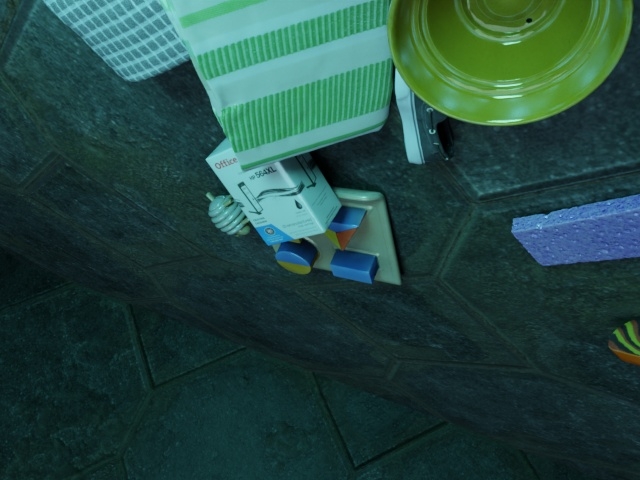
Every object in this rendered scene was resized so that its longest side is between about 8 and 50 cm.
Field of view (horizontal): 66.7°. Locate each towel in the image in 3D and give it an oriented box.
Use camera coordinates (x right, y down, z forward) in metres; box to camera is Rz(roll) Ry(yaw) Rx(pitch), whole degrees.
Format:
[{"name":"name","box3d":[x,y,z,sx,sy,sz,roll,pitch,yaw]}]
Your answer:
[{"name":"towel","box3d":[-0.033,-0.229,0.590,0.248,0.038,0.325,-16,145,0]},{"name":"towel","box3d":[-0.232,-0.326,0.593,0.284,0.121,0.235,0,146,38]}]

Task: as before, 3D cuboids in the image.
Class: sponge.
[{"name":"sponge","box3d":[0.425,-0.010,0.764,0.117,0.031,0.210,38,149,-28]}]

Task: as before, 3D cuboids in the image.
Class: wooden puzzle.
[{"name":"wooden puzzle","box3d":[0.000,0.000,1.057,0.322,0.080,0.348,10,151,24]}]

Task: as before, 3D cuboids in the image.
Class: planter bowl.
[{"name":"planter bowl","box3d":[0.183,-0.226,0.485,0.217,0.090,0.217,15,148,10]}]

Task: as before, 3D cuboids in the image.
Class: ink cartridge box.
[{"name":"ink cartridge box","box3d":[-0.081,-0.102,0.861,0.148,0.086,0.203,-13,123,39]}]

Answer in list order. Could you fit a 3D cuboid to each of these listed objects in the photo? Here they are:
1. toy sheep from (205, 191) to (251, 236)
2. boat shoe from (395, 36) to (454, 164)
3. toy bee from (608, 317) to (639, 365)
[{"name":"toy sheep","box3d":[-0.208,-0.062,1.104,0.091,0.091,0.132,-15,121,51]},{"name":"boat shoe","box3d":[0.144,-0.177,0.628,0.076,0.080,0.228,4,149,18]},{"name":"toy bee","box3d":[0.687,0.198,0.849,0.298,0.162,0.195,33,174,41]}]
